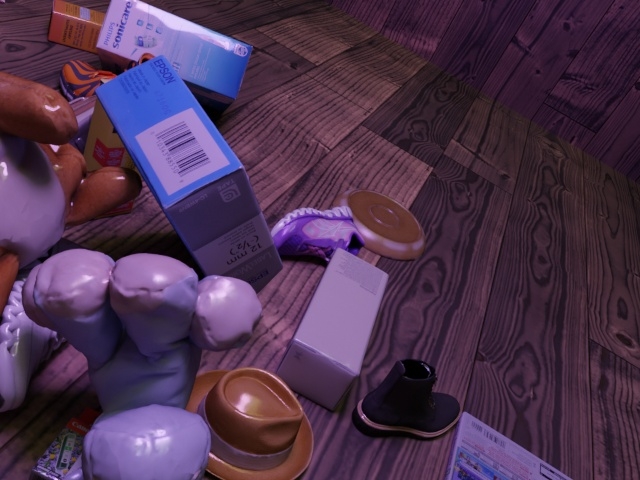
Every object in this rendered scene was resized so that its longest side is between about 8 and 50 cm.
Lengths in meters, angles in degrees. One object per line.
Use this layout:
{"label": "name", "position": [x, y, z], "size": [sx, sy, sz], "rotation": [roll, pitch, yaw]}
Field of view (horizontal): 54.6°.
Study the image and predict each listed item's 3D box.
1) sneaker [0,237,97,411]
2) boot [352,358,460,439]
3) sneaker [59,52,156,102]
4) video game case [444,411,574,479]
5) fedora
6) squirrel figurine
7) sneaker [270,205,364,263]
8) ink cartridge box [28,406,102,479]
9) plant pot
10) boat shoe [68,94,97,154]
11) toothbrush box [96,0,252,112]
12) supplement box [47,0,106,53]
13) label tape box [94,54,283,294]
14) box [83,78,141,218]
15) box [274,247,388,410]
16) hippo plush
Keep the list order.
{"label": "sneaker", "position": [-0.347, 0.089, 0.786], "size": [0.118, 0.110, 0.292], "rotation": [23, 32, -26]}
{"label": "boot", "position": [0.162, 0.232, 0.933], "size": [0.198, 0.137, 0.077], "rotation": [3, 41, -35]}
{"label": "sneaker", "position": [-0.381, -0.306, 1.222], "size": [0.321, 0.180, 0.124], "rotation": [39, 34, 16]}
{"label": "video game case", "position": [0.287, 0.381, 0.930], "size": [0.212, 0.023, 0.193], "rotation": [32, 33, 4]}
{"label": "fedora", "position": [-0.087, 0.225, 0.809], "size": [0.194, 0.079, 0.194], "rotation": [20, 34, -14]}
{"label": "squirrel figurine", "position": [-0.463, -0.144, 0.702], "size": [0.397, 0.370, 0.281], "rotation": [15, 50, 38]}
{"label": "sneaker", "position": [0.000, 0.000, 1.180], "size": [0.236, 0.095, 0.104], "rotation": [-11, 57, -46]}
{"label": "ink cartridge box", "position": [-0.268, 0.235, 0.704], "size": [0.063, 0.029, 0.115], "rotation": [28, 33, -2]}
{"label": "plant pot", "position": [0.139, -0.046, 1.397], "size": [0.236, 0.032, 0.236], "rotation": [20, 33, -14]}
{"label": "boat shoe", "position": [-0.388, -0.196, 1.044], "size": [0.324, 0.123, 0.116], "rotation": [-34, 54, -27]}
{"label": "toothbrush box", "position": [-0.321, -0.400, 1.359], "size": [0.295, 0.126, 0.216], "rotation": [19, -2, -18]}
{"label": "supplement box", "position": [-0.514, -0.488, 1.468], "size": [0.233, 0.078, 0.080], "rotation": [7, 38, -29]}
{"label": "label tape box", "position": [-0.166, -0.051, 0.895], "size": [0.115, 0.348, 0.249], "rotation": [-32, 58, -9]}
{"label": "box", "position": [-0.325, -0.144, 0.993], "size": [0.058, 0.232, 0.087], "rotation": [44, 35, 23]}
{"label": "box", "position": [0.025, 0.132, 1.007], "size": [0.113, 0.094, 0.275], "rotation": [29, 33, 1]}
{"label": "hippo plush", "position": [-0.212, 0.156, 0.650], "size": [0.234, 0.294, 0.236], "rotation": [16, 68, -22]}
